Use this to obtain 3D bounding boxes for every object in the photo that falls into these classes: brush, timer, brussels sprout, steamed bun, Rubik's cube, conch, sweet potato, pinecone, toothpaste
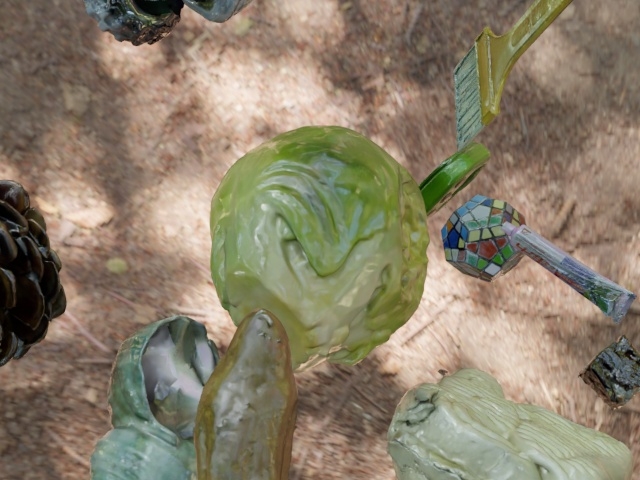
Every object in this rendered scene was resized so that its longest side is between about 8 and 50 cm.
[{"bbox_3d":[0.148,-0.151,0.907,0.010,0.218,0.082,10,60,-20],"label":"brush"},{"bbox_3d":[0.183,-0.085,1.814,0.047,0.128,0.140,47,125,7],"label":"timer"},{"bbox_3d":[0.000,0.000,1.651,0.344,0.268,0.344,9,52,-11],"label":"brussels sprout"},{"bbox_3d":[0.236,0.342,1.744,0.394,0.346,0.237,19,101,-23],"label":"steamed bun"},{"bbox_3d":[0.204,-0.002,1.543,0.111,0.111,0.093,19,77,16],"label":"Rubik's cube"},{"bbox_3d":[-0.192,0.239,1.489,0.195,0.220,0.277,23,68,29],"label":"conch"},{"bbox_3d":[-0.038,0.128,0.635,0.054,0.053,0.182,-5,73,14],"label":"sweet potato"},{"bbox_3d":[-0.410,0.044,1.409,0.224,0.272,0.224,2,99,16],"label":"pinecone"},{"bbox_3d":[0.277,0.030,1.411,0.170,0.028,0.045,36,123,15],"label":"toothpaste"}]

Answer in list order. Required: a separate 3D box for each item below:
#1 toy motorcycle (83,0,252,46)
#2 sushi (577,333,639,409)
[{"bbox_3d":[-0.117,-0.269,0.941,0.159,0.106,0.270,5,70,-33],"label":"toy motorcycle"},{"bbox_3d":[0.444,0.198,1.858,0.094,0.098,0.084,-38,81,-11],"label":"sushi"}]
